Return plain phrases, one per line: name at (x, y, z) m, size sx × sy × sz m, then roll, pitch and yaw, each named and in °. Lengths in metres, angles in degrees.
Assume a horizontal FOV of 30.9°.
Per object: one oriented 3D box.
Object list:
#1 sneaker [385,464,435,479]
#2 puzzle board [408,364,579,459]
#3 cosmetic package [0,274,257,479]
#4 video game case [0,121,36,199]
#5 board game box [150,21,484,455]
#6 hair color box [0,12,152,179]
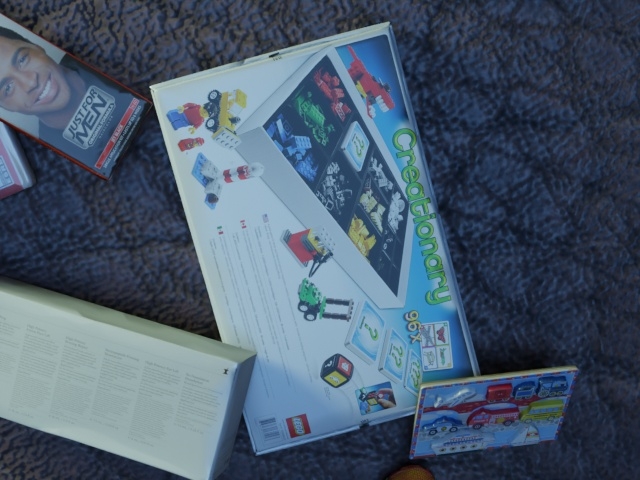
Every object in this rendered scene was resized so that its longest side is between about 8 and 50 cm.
sneaker at (0.051, 0.267, 0.952) m, size 0.064 × 0.067 × 0.175 m, roll 24°, pitch 94°, yaw -3°
puzzle board at (0.138, 0.141, 0.930) m, size 0.128 × 0.011 × 0.096 m, roll -5°, pitch 134°, yaw -8°
cosmetic package at (-0.177, 0.102, 0.901) m, size 0.239 × 0.060 × 0.098 m, roll 16°, pitch 99°, yaw 11°
video game case at (-0.396, -0.083, 0.913) m, size 0.285 × 0.025 × 0.204 m, roll -23°, pitch 98°, yaw 1°
board game box at (0.000, 0.000, 0.921) m, size 0.193 × 0.053 × 0.305 m, roll -15°, pitch 98°, yaw 1°
hair color box at (-0.209, -0.111, 0.891) m, size 0.141 × 0.043 × 0.072 m, roll 29°, pitch 85°, yaw -13°
